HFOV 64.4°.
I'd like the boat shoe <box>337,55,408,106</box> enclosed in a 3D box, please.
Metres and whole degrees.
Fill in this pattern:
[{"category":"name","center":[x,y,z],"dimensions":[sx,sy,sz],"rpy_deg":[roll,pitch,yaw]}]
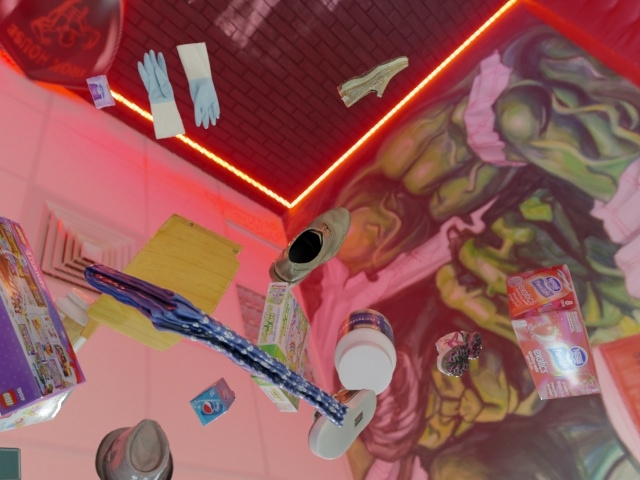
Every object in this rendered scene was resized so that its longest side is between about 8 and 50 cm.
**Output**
[{"category":"boat shoe","center":[0.142,-0.400,1.294],"dimensions":[0.072,0.189,0.068],"rpy_deg":[65,-165,-3]}]

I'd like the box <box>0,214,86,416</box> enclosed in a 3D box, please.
[{"category":"box","center":[-0.454,0.097,0.748],"dimensions":[0.293,0.057,0.201],"rpy_deg":[65,168,5]}]

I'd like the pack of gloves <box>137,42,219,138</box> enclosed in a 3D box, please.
[{"category":"pack of gloves","center":[-0.393,-0.415,1.413],"dimensions":[0.046,0.195,0.232],"rpy_deg":[20,124,60]}]

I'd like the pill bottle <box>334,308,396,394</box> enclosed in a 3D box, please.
[{"category":"pill bottle","center":[0.113,0.278,1.279],"dimensions":[0.153,0.153,0.265],"rpy_deg":[48,-171,-3]}]

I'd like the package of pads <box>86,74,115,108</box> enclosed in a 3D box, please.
[{"category":"package of pads","center":[-0.603,-0.407,1.394],"dimensions":[0.032,0.050,0.083],"rpy_deg":[-94,-9,-71]}]

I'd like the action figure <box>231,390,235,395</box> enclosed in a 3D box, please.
[{"category":"action figure","center":[-0.284,0.489,1.577],"dimensions":[0.115,0.038,0.030],"rpy_deg":[112,140,-78]}]

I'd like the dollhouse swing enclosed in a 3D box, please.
[{"category":"dollhouse swing","center":[-0.440,0.160,1.409],"dimensions":[0.315,0.305,0.347],"rpy_deg":[26,-140,-2]}]

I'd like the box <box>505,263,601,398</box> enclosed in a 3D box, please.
[{"category":"box","center":[0.471,0.190,1.028],"dimensions":[0.257,0.122,0.128],"rpy_deg":[59,-151,-30]}]

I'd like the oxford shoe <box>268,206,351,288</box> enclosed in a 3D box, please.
[{"category":"oxford shoe","center":[0.000,0.000,1.436],"dimensions":[0.123,0.130,0.348],"rpy_deg":[40,-128,1]}]

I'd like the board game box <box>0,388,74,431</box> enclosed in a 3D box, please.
[{"category":"board game box","center":[-0.744,0.344,1.166],"dimensions":[0.142,0.144,0.275],"rpy_deg":[49,-160,25]}]

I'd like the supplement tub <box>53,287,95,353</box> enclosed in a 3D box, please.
[{"category":"supplement tub","center":[-0.743,0.253,1.483],"dimensions":[0.144,0.200,0.144],"rpy_deg":[36,168,9]}]

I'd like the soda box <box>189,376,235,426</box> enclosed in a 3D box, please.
[{"category":"soda box","center":[-0.272,0.409,1.303],"dimensions":[0.071,0.067,0.210],"rpy_deg":[57,172,5]}]

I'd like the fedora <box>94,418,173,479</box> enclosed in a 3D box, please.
[{"category":"fedora","center":[-0.548,0.648,1.555],"dimensions":[0.243,0.124,0.275],"rpy_deg":[26,-157,-17]}]

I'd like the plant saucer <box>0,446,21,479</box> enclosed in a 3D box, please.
[{"category":"plant saucer","center":[-0.548,0.356,0.801],"dimensions":[0.192,0.018,0.067],"rpy_deg":[58,-168,-62]}]

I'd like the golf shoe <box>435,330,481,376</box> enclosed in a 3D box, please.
[{"category":"golf shoe","center":[0.287,0.247,1.113],"dimensions":[0.186,0.085,0.068],"rpy_deg":[-11,-81,-55]}]

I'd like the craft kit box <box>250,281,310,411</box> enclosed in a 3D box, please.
[{"category":"craft kit box","center":[-0.093,0.273,1.291],"dimensions":[0.247,0.060,0.250],"rpy_deg":[65,-153,-51]}]

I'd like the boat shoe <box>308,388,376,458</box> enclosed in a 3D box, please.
[{"category":"boat shoe","center":[0.026,0.309,0.873],"dimensions":[0.219,0.070,0.078],"rpy_deg":[0,-89,-63]}]

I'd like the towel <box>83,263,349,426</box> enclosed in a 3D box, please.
[{"category":"towel","center":[-0.136,0.141,0.669],"dimensions":[0.243,0.040,0.336],"rpy_deg":[10,154,46]}]
